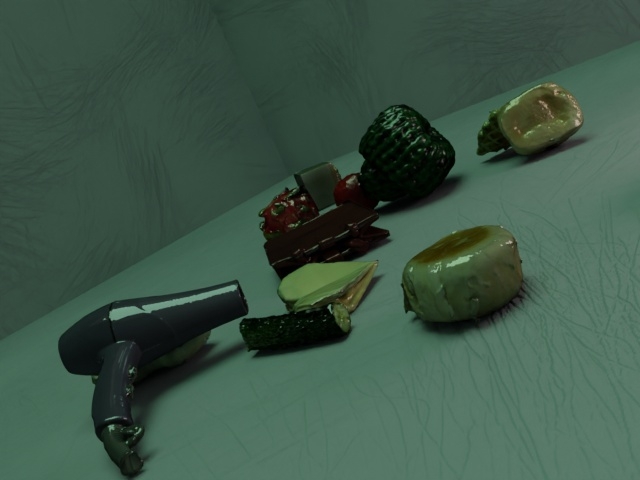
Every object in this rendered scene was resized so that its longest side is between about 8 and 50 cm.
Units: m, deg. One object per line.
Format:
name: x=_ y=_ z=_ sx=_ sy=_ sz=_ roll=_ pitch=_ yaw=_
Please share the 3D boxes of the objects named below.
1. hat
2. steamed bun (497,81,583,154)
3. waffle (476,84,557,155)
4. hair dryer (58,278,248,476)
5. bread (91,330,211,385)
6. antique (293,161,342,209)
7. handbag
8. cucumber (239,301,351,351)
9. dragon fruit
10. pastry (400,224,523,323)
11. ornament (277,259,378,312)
hat: x=0.176 y=-0.170 z=1.462 sx=0.332 sy=0.242 sz=0.274 roll=-45 pitch=-21 yaw=24
steamed bun: x=0.515 y=-0.275 z=1.333 sx=0.172 sy=0.140 sz=0.155 roll=-27 pitch=-12 yaw=16
waffle: x=0.502 y=-0.305 z=1.447 sx=0.214 sy=0.054 sz=0.207 roll=-22 pitch=-28 yaw=-6
hair dryer: x=-0.248 y=0.195 z=0.826 sx=0.301 sy=0.121 sz=0.361 roll=-18 pitch=29 yaw=-3
bread: x=-0.307 y=0.198 z=1.045 sx=0.232 sy=0.064 sz=0.172 roll=-27 pitch=24 yaw=-2
antique: x=0.001 y=-0.197 z=2.016 sx=0.148 sy=0.146 sz=0.152 roll=-25 pitch=12 yaw=-7
handbag: x=0.001 y=0.001 z=1.275 sx=0.260 sy=0.084 sz=0.275 roll=-26 pitch=12 yaw=-7
cucumber: x=-0.040 y=0.132 z=0.844 sx=0.187 sy=0.058 sz=0.058 roll=-15 pitch=15 yaw=34
dragon fruit: x=-0.097 y=-0.069 z=1.626 sx=0.172 sy=0.160 sz=0.166 roll=-30 pitch=54 yaw=-5
pastry: x=0.177 y=0.042 z=0.711 sx=0.166 sy=0.088 sz=0.166 roll=-22 pitch=9 yaw=4
ornament: x=0.024 y=0.077 z=0.963 sx=0.180 sy=0.059 sz=0.201 roll=-26 pitch=14 yaw=-11
